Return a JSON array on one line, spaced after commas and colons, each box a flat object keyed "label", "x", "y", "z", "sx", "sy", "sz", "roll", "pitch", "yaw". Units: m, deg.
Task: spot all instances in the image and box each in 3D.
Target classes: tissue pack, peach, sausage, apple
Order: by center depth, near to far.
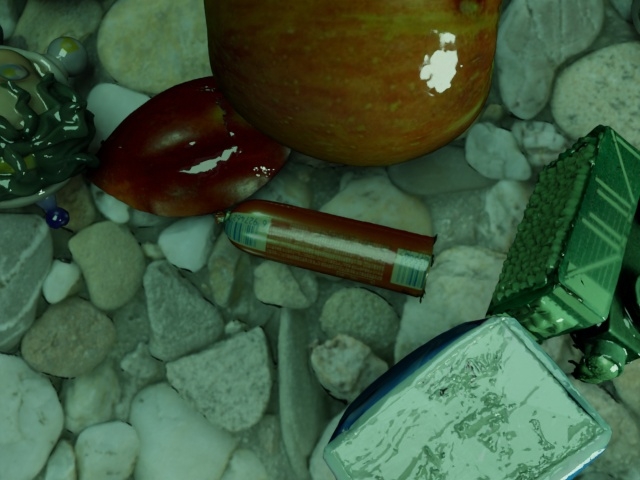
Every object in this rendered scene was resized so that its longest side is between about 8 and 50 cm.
[{"label": "tissue pack", "x": 0.122, "y": 0.176, "z": 0.617, "sx": 0.198, "sy": 0.263, "sz": 0.146, "roll": -37, "pitch": 80, "yaw": 0}, {"label": "apple", "x": 0.038, "y": -0.247, "z": 0.651, "sx": 0.339, "sy": 0.339, "sz": 0.340, "roll": -1, "pitch": 82, "yaw": 6}, {"label": "sausage", "x": 0.000, "y": 0.000, "z": 0.750, "sx": 0.263, "sy": 0.083, "sz": 0.083, "roll": 14, "pitch": 84, "yaw": 9}, {"label": "peach", "x": -0.173, "y": -0.122, "z": 0.772, "sx": 0.279, "sy": 0.068, "sz": 0.189, "roll": -12, "pitch": 63, "yaw": 9}]

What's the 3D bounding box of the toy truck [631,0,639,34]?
[{"label": "toy truck", "x": 0.513, "y": -0.200, "z": 0.690, "sx": 0.175, "sy": 0.146, "sz": 0.367, "roll": -44, "pitch": 81, "yaw": 3}]

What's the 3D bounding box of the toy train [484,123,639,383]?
[{"label": "toy train", "x": 0.287, "y": 0.010, "z": 0.659, "sx": 0.154, "sy": 0.115, "sz": 0.269, "roll": 37, "pitch": 58, "yaw": -8}]

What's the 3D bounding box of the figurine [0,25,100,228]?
[{"label": "figurine", "x": -0.412, "y": -0.188, "z": 0.768, "sx": 0.261, "sy": 0.186, "sz": 0.382, "roll": -38, "pitch": 74, "yaw": -11}]
